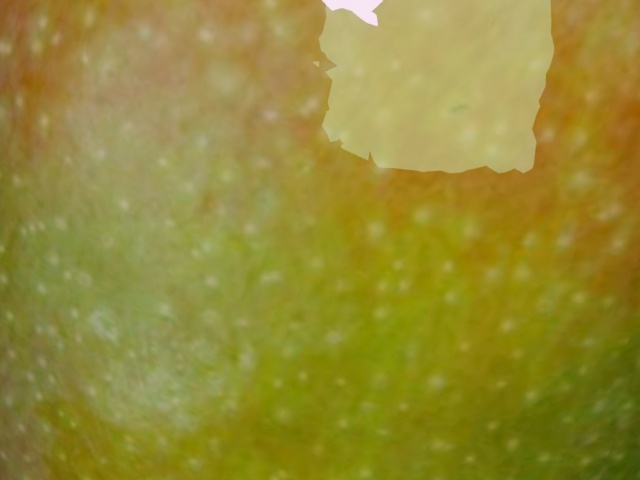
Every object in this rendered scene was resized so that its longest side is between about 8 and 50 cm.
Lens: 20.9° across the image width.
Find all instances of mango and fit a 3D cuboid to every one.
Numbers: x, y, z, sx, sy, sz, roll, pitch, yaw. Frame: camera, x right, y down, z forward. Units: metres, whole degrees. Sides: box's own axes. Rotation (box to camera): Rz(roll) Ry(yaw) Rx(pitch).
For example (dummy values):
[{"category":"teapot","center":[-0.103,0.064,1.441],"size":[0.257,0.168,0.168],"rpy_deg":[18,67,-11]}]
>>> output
[{"category":"mango","center":[0.000,0.000,0.446],"size":[0.225,0.201,0.382],"rpy_deg":[10,120,-13]}]
